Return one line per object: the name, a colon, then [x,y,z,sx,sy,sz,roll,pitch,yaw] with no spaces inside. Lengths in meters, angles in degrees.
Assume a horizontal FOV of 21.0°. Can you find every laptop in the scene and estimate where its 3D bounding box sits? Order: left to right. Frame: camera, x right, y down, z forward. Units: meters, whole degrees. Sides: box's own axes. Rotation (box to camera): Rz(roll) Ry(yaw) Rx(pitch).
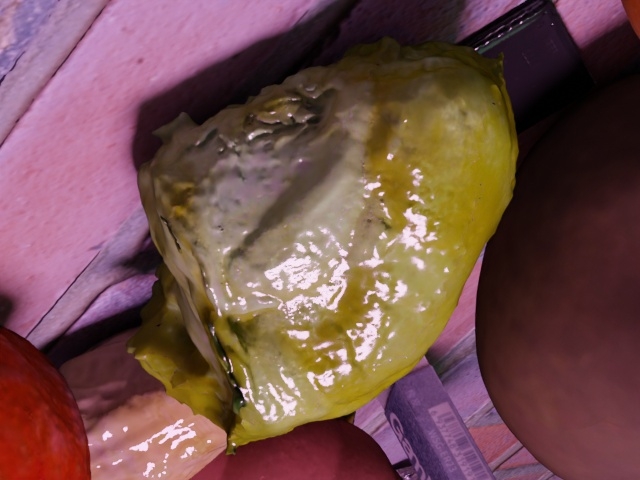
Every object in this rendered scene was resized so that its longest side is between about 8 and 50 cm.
laptop: [0.141,-0.118,1.335,0.129,0.016,0.180,-31,157,10]

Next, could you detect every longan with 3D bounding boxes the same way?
longan: [0.295,0.037,1.393,0.361,0.361,0.361,-22,156,-11]

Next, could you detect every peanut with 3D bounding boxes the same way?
peanut: [-0.099,0.110,1.404,0.313,0.149,0.149,-34,155,7]

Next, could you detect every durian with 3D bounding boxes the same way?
durian: [0.000,0.000,1.206,0.340,0.204,0.256,-26,144,4]

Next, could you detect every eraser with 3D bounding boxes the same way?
eraser: [0.124,0.215,1.742,0.046,0.212,0.092,-21,156,-17]

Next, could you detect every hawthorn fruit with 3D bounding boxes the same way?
hawthorn fruit: [-0.261,0.194,1.238,0.242,0.271,0.242,-30,153,-17]

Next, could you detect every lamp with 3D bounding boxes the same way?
lamp: [-0.051,0.243,1.588,0.305,0.239,0.305,17,147,11]

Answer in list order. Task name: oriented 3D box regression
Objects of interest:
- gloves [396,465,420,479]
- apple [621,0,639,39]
gloves: [0.072,0.326,2.089,0.153,0.070,0.114,-41,145,14]
apple: [0.317,-0.196,1.141,0.261,0.194,0.261,-20,154,-10]
